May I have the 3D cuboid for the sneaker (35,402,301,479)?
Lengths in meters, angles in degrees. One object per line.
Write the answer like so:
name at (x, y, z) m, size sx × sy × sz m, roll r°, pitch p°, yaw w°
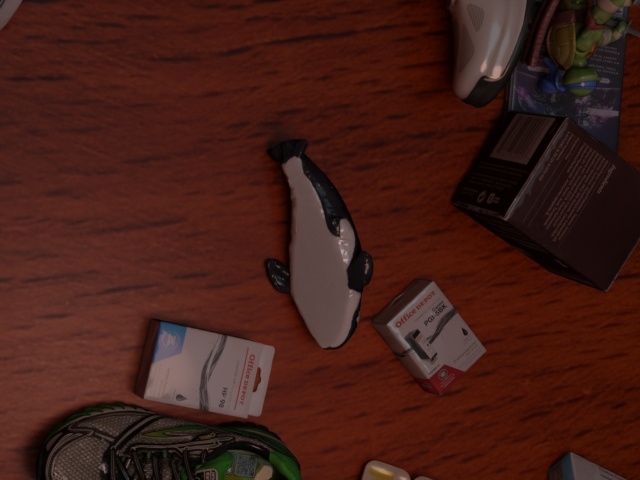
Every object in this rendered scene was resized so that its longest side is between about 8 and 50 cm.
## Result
sneaker at (-0.185, 0.279, 1.469) m, size 0.344 × 0.146 × 0.134 m, roll 3°, pitch 88°, yaw -20°

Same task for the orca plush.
orca plush at (0.000, 0.000, 1.595) m, size 0.151 × 0.102 × 0.287 m, roll -27°, pitch 88°, yaw 25°

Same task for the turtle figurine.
turtle figurine at (0.417, -0.354, 1.661) m, size 0.198 × 0.275 × 0.266 m, roll -15°, pitch 91°, yaw -55°

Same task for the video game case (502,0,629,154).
video game case at (0.370, -0.245, 1.754) m, size 0.196 × 0.026 × 0.274 m, roll 6°, pitch 88°, yaw -21°

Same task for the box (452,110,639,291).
box at (0.335, -0.060, 1.645) m, size 0.203 × 0.168 × 0.167 m, roll 33°, pitch 87°, yaw -21°

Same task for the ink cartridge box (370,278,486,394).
ink cartridge box at (0.154, 0.136, 1.647) m, size 0.099 × 0.056 × 0.135 m, roll -42°, pitch 104°, yaw -16°

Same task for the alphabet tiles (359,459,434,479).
alphabet tiles at (0.091, 0.447, 1.573) m, size 0.278 × 0.021 × 0.284 m, roll 21°, pitch 62°, yaw -3°

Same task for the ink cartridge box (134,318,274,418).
ink cartridge box at (-0.143, 0.172, 1.531) m, size 0.180 × 0.060 × 0.104 m, roll 14°, pitch 84°, yaw -20°

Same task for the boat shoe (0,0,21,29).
boat shoe at (-0.379, -0.369, 1.409) m, size 0.076 × 0.080 × 0.228 m, roll 19°, pitch 107°, yaw -32°

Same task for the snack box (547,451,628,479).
snack box at (0.485, 0.456, 1.711) m, size 0.322 × 0.060 × 0.187 m, roll 28°, pitch 35°, yaw -18°

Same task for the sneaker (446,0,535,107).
sneaker at (0.161, -0.414, 1.626) m, size 0.258 × 0.169 × 0.447 m, roll 10°, pitch 78°, yaw -12°
